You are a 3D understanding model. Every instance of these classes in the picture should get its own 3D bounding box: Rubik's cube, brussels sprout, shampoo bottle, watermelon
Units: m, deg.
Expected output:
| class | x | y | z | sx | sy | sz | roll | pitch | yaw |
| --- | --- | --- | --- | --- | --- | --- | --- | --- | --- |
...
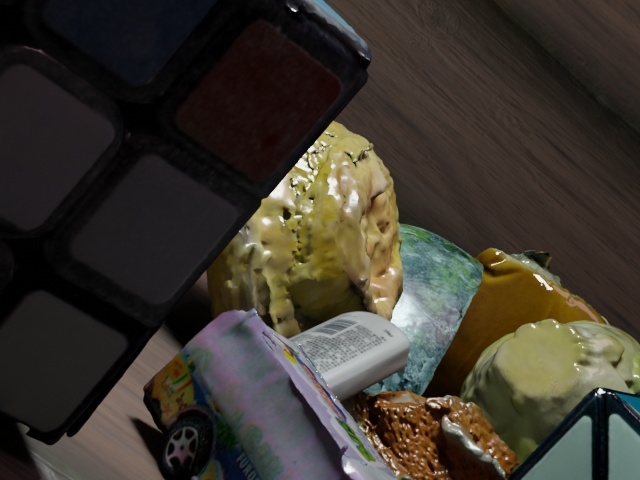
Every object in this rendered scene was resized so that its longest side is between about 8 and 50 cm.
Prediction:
| class | x | y | z | sx | sy | sz | roll | pitch | yaw |
| --- | --- | --- | --- | --- | --- | --- | --- | --- | --- |
| Rubik's cube | 0.304 | 0.315 | 1.745 | 0.246 | 0.250 | 0.248 | 45 | 6 | 19 |
| Rubik's cube | -0.244 | -0.141 | 1.157 | 0.362 | 0.363 | 0.359 | 34 | 9 | -36 |
| brussels sprout | 0.289 | 0.229 | 2.067 | 0.316 | 0.273 | 0.243 | 30 | 36 | -36 |
| shampoo bottle | -0.011 | 0.121 | 1.598 | 0.086 | 0.056 | 0.227 | 19 | 23 | 30 |
| watermelon | 0.030 | 0.108 | 2.082 | 0.289 | 0.214 | 0.320 | 12 | 49 | 6 |

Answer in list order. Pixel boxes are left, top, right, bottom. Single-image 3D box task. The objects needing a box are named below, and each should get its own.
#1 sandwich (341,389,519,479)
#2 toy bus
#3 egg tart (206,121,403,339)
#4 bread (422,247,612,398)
| class | x | y | z | sx | sy | sz | roll | pitch | yaw |
| --- | --- | --- | --- | --- | --- | --- | --- | --- | --- |
| sandwich | 0.078 | 0.192 | 1.655 | 0.185 | 0.160 | 0.109 | 50 | -6 | 23 |
| toy bus | -0.020 | 0.182 | 1.297 | 0.112 | 0.138 | 0.317 | 34 | 10 | -38 |
| egg tart | 0.000 | 0.000 | 1.798 | 0.352 | 0.150 | 0.352 | -3 | 90 | -69 |
| bread | 0.252 | 0.152 | 2.324 | 0.250 | 0.279 | 0.225 | 43 | 22 | 12 |
